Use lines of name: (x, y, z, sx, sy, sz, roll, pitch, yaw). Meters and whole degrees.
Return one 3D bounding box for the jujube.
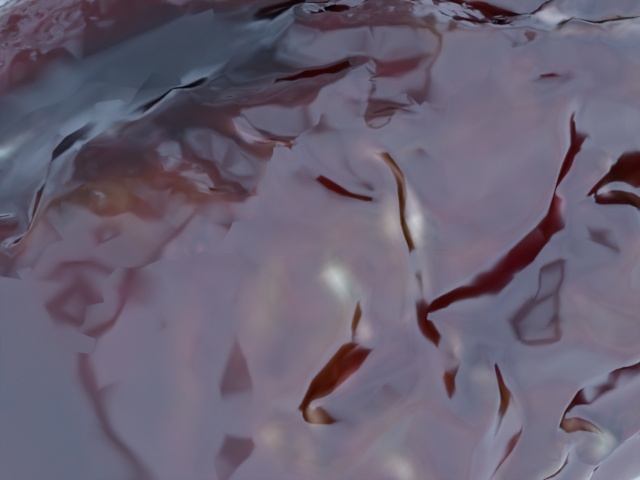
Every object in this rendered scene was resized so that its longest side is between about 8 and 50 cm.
jujube: (0.000, -0.001, 0.701, 0.276, 0.377, 0.276, 36, 136, 44)
